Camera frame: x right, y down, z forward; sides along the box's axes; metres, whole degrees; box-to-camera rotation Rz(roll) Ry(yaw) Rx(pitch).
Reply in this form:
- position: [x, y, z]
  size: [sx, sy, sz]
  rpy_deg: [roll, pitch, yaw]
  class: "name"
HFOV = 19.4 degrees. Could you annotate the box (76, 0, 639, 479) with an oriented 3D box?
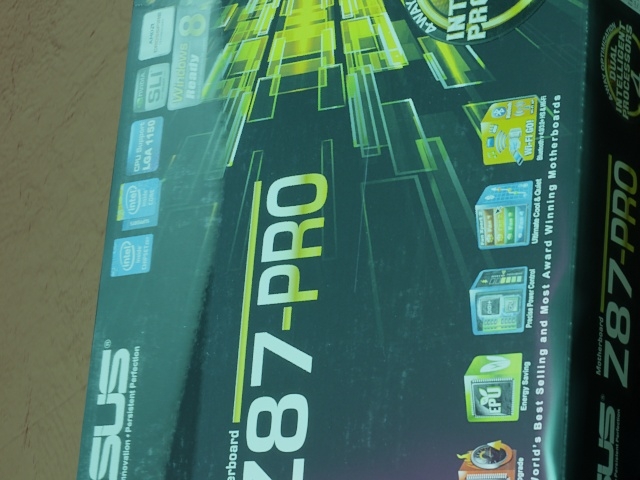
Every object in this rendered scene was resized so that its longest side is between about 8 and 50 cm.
- position: [0.026, -0.010, 1.031]
  size: [0.318, 0.097, 0.395]
  rpy_deg: [-6, 70, 37]
  class: "box"
